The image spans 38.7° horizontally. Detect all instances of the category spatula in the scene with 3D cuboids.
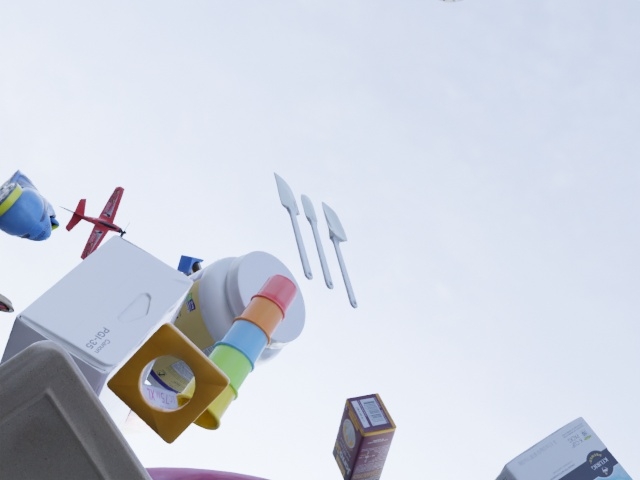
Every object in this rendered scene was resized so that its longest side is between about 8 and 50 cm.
[{"bbox_3d":[0.000,0.000,1.531,0.019,0.168,0.242,-36,-136,19],"label":"spatula"}]

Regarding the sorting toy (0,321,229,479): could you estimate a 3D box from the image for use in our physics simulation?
[{"bbox_3d":[-0.207,0.194,0.652,0.196,0.348,0.047,56,2,-2],"label":"sorting toy"}]

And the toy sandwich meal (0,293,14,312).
[{"bbox_3d":[-0.341,0.061,0.889,0.086,0.029,0.085,17,-20,7],"label":"toy sandwich meal"}]

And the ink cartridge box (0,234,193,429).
[{"bbox_3d":[-0.281,0.160,1.060,0.117,0.207,0.283,31,-58,3],"label":"ink cartridge box"}]

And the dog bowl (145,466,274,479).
[{"bbox_3d":[-0.135,0.354,0.949,0.408,0.408,0.150,7,-88,44],"label":"dog bowl"}]

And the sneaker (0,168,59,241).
[{"bbox_3d":[-0.384,-0.038,1.177,0.082,0.069,0.209,43,-5,-22],"label":"sneaker"}]

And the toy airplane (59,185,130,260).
[{"bbox_3d":[-0.410,-0.033,1.647,0.151,0.151,0.028,36,-6,26],"label":"toy airplane"}]

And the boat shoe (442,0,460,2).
[{"bbox_3d":[0.147,-0.442,1.369,0.223,0.073,0.080,29,-22,-38],"label":"boat shoe"}]

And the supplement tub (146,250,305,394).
[{"bbox_3d":[-0.221,0.178,1.948,0.331,0.241,0.241,-28,-88,32],"label":"supplement tub"}]

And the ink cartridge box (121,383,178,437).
[{"bbox_3d":[-0.406,0.292,1.457,0.311,0.186,0.065,-17,-114,16],"label":"ink cartridge box"}]

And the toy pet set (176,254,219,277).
[{"bbox_3d":[-0.295,0.067,2.295,0.114,0.122,0.065,11,-51,36],"label":"toy pet set"}]

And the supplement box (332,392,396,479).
[{"bbox_3d":[0.093,0.438,1.991,0.104,0.081,0.188,-119,-148,-46],"label":"supplement box"}]

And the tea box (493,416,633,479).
[{"bbox_3d":[0.470,0.582,1.763,0.323,0.220,0.329,52,-32,25],"label":"tea box"}]

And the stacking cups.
[{"bbox_3d":[-0.134,0.192,1.636,0.096,0.316,0.096,23,-37,19],"label":"stacking cups"}]
